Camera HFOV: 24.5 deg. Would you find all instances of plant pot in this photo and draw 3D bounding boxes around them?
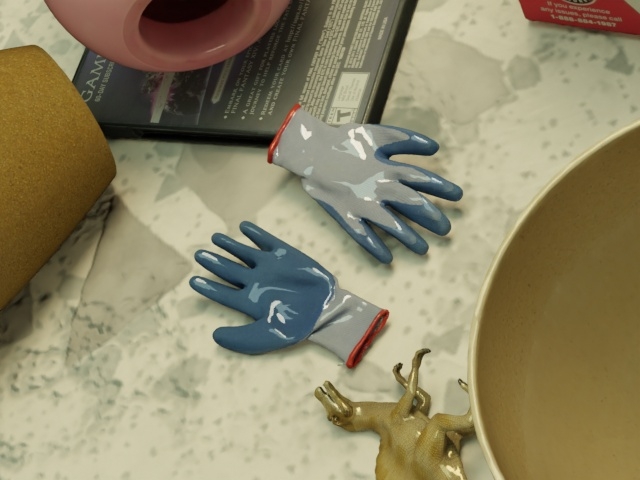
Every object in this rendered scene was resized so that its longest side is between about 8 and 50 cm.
[{"bbox_3d":[0.240,0.088,0.774,0.284,0.191,0.284,-11,58,18],"label":"plant pot"},{"bbox_3d":[-0.287,-0.029,1.085,0.254,0.237,0.237,-33,52,-15],"label":"plant pot"}]

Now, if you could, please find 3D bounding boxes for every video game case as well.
[{"bbox_3d":[-0.062,-0.164,1.165,0.274,0.026,0.196,5,64,28],"label":"video game case"}]

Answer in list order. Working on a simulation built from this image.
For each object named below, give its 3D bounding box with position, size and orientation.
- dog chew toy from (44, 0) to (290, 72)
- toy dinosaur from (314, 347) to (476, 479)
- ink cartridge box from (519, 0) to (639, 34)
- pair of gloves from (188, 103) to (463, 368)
[{"bbox_3d":[-0.136,-0.290,1.119,0.207,0.206,0.331,-26,60,9],"label":"dog chew toy"},{"bbox_3d":[0.073,0.130,0.923,0.092,0.053,0.183,-56,46,6],"label":"toy dinosaur"},{"bbox_3d":[0.211,-0.262,0.923,0.226,0.306,0.131,14,69,31],"label":"ink cartridge box"},{"bbox_3d":[0.000,0.000,1.033,0.159,0.023,0.198,27,83,29],"label":"pair of gloves"}]
